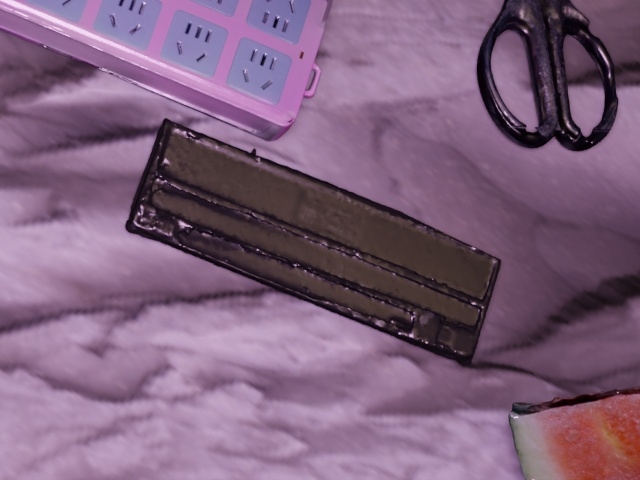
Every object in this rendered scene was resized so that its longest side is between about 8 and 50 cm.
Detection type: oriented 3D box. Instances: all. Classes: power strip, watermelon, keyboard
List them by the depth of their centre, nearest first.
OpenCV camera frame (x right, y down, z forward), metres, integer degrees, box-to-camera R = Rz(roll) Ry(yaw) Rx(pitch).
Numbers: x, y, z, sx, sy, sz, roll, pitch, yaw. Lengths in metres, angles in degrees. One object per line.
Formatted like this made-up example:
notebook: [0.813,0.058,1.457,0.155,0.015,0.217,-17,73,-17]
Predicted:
watermelon: [0.230,0.116,1.209,0.207,0.202,0.136,26,28,-14]
power strip: [-0.123,-0.161,1.215,0.279,0.037,0.109,22,69,-13]
keyboard: [0.000,0.000,1.225,0.250,0.017,0.087,21,69,-12]

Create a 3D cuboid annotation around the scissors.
scissors: [0.152,-0.208,1.339,0.109,0.022,0.300,2,74,-23]
